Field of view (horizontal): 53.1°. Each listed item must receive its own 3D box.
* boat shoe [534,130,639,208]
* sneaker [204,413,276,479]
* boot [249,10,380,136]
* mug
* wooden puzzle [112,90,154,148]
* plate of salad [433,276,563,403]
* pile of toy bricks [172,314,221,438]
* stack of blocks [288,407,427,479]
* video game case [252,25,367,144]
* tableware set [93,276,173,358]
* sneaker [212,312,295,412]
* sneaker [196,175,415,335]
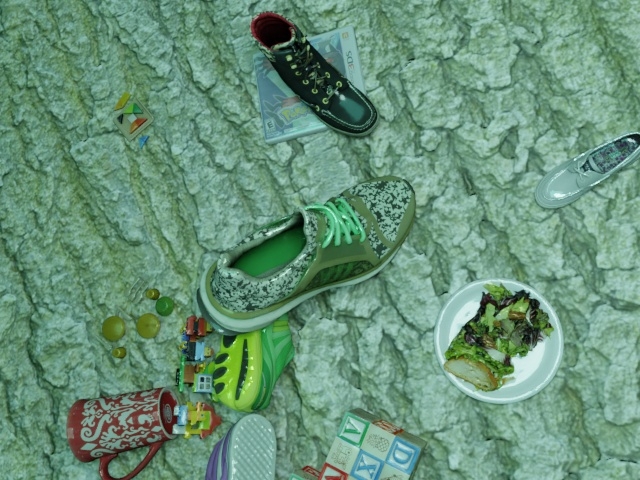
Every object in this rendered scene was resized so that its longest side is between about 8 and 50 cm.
[{"bbox_3d":[0.423,-0.111,1.005,0.184,0.063,0.066,-25,75,11],"label":"boat shoe"},{"bbox_3d":[-0.139,0.434,1.023,0.102,0.161,0.282,22,55,-19],"label":"sneaker"},{"bbox_3d":[-0.012,-0.276,1.077,0.236,0.178,0.085,42,93,19],"label":"boot"},{"bbox_3d":[-0.338,0.338,1.143,0.169,0.113,0.150,-15,106,9],"label":"mug"},{"bbox_3d":[-0.379,-0.245,1.292,0.116,0.014,0.078,42,94,18],"label":"wooden puzzle"},{"bbox_3d":[0.278,0.156,1.011,0.200,0.048,0.199,-3,79,17],"label":"plate of salad"},{"bbox_3d":[-0.192,0.234,1.120,0.105,0.118,0.212,7,68,-20],"label":"pile of toy bricks"},{"bbox_3d":[0.031,0.423,1.017,0.171,0.087,0.297,23,88,19],"label":"stack of blocks"},{"bbox_3d":[-0.020,-0.287,1.188,0.201,0.023,0.183,-12,77,14],"label":"video game case"},{"bbox_3d":[-0.349,0.154,1.212,0.104,0.024,0.154,36,91,16],"label":"tableware set"},{"bbox_3d":[-0.103,0.148,1.097,0.109,0.123,0.295,1,62,26],"label":"sneaker"},{"bbox_3d":[0.000,0.000,1.001,0.410,0.182,0.158,-32,74,-21],"label":"sneaker"}]
